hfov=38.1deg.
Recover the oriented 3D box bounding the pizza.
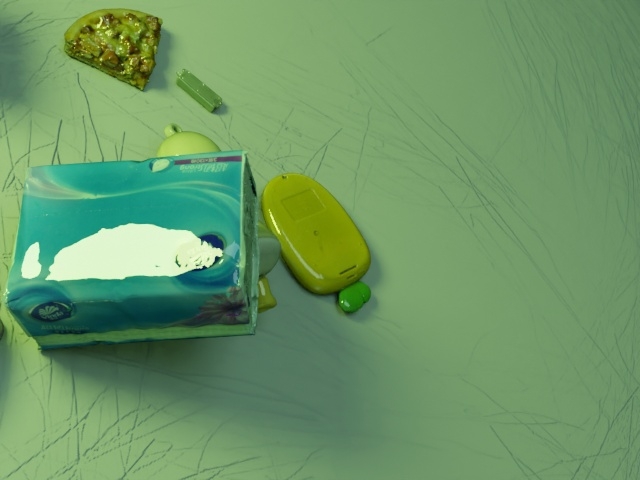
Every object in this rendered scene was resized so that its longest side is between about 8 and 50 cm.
[{"bbox_3d":[-0.284,-0.288,1.357,0.134,0.046,0.175,49,47,3],"label":"pizza"}]

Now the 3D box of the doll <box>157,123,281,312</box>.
[{"bbox_3d":[-0.147,-0.034,1.253,0.141,0.117,0.296,2,49,-52],"label":"doll"}]

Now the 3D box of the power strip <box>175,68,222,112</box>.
[{"bbox_3d":[-0.185,-0.228,1.404,0.083,0.017,0.027,39,47,-7],"label":"power strip"}]

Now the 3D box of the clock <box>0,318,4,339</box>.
[{"bbox_3d":[-0.408,0.117,1.014,0.110,0.050,0.153,21,52,-22],"label":"clock"}]

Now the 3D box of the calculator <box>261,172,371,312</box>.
[{"bbox_3d":[0.000,0.000,1.373,0.146,0.032,0.235,-25,76,-41],"label":"calculator"}]

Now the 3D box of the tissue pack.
[{"bbox_3d":[-0.207,0.009,1.079,0.263,0.146,0.198,-3,59,3],"label":"tissue pack"}]
